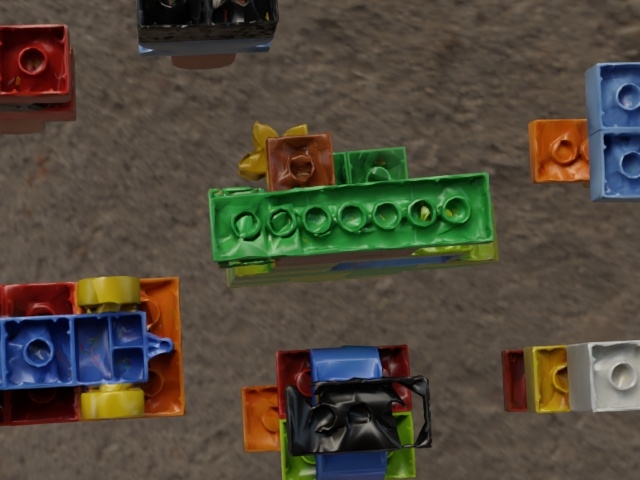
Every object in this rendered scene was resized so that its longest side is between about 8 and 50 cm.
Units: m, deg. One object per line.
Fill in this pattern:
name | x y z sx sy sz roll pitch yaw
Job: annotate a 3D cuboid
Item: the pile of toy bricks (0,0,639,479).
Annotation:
pile of toy bricks | 0.000 0.000 0.384 0.212 0.105 0.118 -2 84 -7
